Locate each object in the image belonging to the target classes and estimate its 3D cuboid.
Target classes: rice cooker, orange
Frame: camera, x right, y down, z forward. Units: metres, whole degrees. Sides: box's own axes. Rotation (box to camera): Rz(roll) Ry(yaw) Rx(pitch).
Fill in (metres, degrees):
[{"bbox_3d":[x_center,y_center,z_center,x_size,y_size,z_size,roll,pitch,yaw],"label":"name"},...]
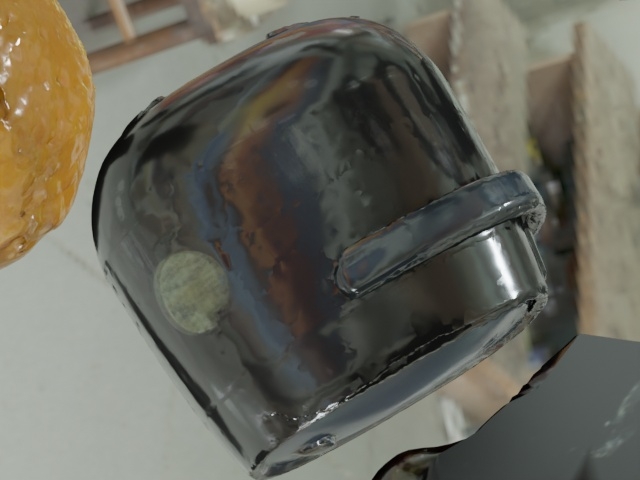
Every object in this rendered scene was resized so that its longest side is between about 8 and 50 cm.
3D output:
[{"bbox_3d":[0.000,0.000,1.078,0.224,0.267,0.267,59,25,13],"label":"rice cooker"},{"bbox_3d":[-0.359,-0.118,1.481,0.340,0.341,0.293,56,17,-33],"label":"orange"}]

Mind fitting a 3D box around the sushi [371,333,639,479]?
[{"bbox_3d":[0.114,0.199,0.848,0.215,0.212,0.227,-55,134,-34],"label":"sushi"}]
